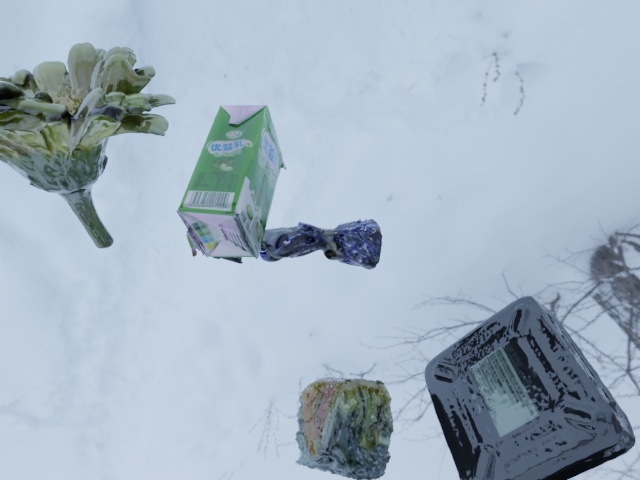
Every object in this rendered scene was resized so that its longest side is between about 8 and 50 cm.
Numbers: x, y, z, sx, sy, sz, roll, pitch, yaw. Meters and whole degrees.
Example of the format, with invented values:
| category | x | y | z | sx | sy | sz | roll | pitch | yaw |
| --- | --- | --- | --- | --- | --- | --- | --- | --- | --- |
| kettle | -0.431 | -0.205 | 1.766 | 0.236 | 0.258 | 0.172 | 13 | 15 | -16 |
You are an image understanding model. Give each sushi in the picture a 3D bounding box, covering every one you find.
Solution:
| category | x | y | z | sx | sy | sz | roll | pitch | yaw |
| --- | --- | --- | --- | --- | --- | --- | --- | --- | --- |
| sushi | 0.047 | 0.365 | 0.872 | 0.140 | 0.184 | 0.274 | -14 | 153 | 38 |

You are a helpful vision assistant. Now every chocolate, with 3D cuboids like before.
| category | x | y | z | sx | sy | sz | roll | pitch | yaw |
| --- | --- | --- | --- | --- | --- | --- | --- | --- | --- |
| chocolate | -0.004 | 0.002 | 1.019 | 0.344 | 0.148 | 0.126 | 4 | 118 | -34 |

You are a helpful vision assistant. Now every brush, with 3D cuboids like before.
| category | x | y | z | sx | sy | sz | roll | pitch | yaw |
| --- | --- | --- | --- | --- | --- | --- | --- | --- | --- |
| brush | -0.261 | 0.011 | 0.920 | 0.021 | 0.018 | 0.083 | 23 | 145 | 9 |

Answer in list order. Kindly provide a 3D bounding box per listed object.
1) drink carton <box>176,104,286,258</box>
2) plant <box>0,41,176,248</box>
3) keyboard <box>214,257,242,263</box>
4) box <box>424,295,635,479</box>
| category | x | y | z | sx | sy | sz | roll | pitch | yaw |
| --- | --- | --- | --- | --- | --- | --- | --- | --- | --- |
| drink carton | -0.152 | -0.105 | 0.830 | 0.108 | 0.270 | 0.161 | 4 | 148 | 10 |
| plant | -0.362 | -0.116 | 0.555 | 0.261 | 0.306 | 0.296 | -15 | 123 | -63 |
| keyboard | -0.238 | -0.005 | 1.052 | 0.072 | 0.231 | 0.023 | 17 | 104 | -28 |
| box | 0.329 | 0.272 | 0.775 | 0.073 | 0.290 | 0.289 | 32 | 119 | -30 |
